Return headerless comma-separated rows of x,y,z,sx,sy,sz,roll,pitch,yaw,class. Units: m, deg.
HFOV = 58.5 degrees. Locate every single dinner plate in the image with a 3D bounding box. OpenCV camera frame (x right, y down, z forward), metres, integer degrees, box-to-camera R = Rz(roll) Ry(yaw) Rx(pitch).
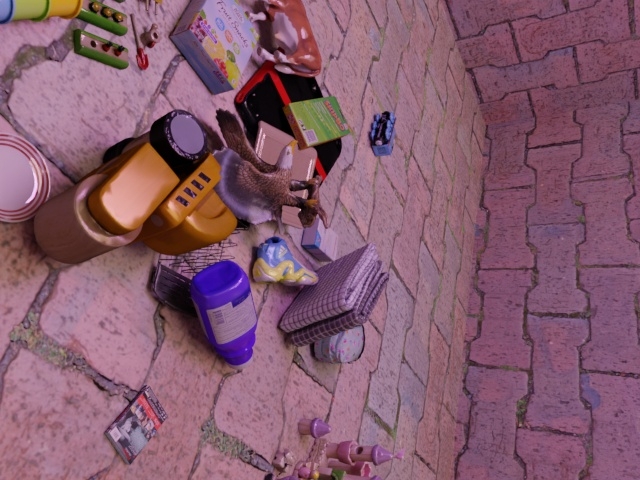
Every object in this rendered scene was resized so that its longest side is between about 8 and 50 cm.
-0.488,-0.098,0.891,0.141,0.017,0.141,12,76,-59,dinner plate

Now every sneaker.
-0.083,0.055,1.501,0.240,0.091,0.126,12,75,-58,sneaker

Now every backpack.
0.058,0.297,1.688,0.182,0.115,0.151,6,83,-57,backpack

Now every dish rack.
-0.255,0.023,1.223,0.208,0.074,0.271,38,54,-51,dish rack

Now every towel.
0.048,0.153,1.556,0.121,0.235,0.283,53,36,-12,towel

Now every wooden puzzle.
-0.107,-0.166,1.499,0.221,0.044,0.238,19,76,-48,wooden puzzle

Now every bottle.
-0.194,0.171,1.220,0.118,0.092,0.282,-29,139,-22,bottle

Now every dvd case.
-0.344,0.346,1.078,0.119,0.013,0.087,-56,132,-50,dvd case

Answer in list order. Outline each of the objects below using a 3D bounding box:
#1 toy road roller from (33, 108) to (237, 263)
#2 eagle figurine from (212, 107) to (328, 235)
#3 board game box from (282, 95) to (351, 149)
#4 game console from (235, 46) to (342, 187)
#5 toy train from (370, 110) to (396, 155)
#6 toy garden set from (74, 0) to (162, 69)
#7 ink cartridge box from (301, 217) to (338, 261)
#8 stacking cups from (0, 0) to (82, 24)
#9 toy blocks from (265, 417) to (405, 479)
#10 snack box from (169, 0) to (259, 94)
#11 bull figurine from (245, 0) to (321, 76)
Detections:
-0.292,-0.049,0.997,0.240,0.203,0.329,55,40,-23,toy road roller
-0.130,-0.145,1.296,0.299,0.226,0.225,18,86,-21,eagle figurine
-0.003,-0.337,1.613,0.259,0.039,0.124,-30,97,-53,board game box
-0.075,-0.320,1.622,0.342,0.060,0.386,-59,134,-37,game console
0.241,-0.406,2.159,0.105,0.080,0.184,67,31,-45,toy train
-0.376,-0.456,1.109,0.204,0.049,0.244,4,82,-60,toy garden set
0.000,0.000,1.694,0.122,0.052,0.088,42,51,-49,ink cartridge box
-0.507,-0.363,0.835,0.316,0.096,0.095,-38,118,-53,stacking cups
0.060,0.639,1.491,0.308,0.260,0.288,65,36,-31,toy blocks
-0.239,-0.476,1.332,0.174,0.070,0.207,52,42,-43,snack box
-0.097,-0.576,1.519,0.189,0.101,0.310,-15,77,-39,bull figurine
